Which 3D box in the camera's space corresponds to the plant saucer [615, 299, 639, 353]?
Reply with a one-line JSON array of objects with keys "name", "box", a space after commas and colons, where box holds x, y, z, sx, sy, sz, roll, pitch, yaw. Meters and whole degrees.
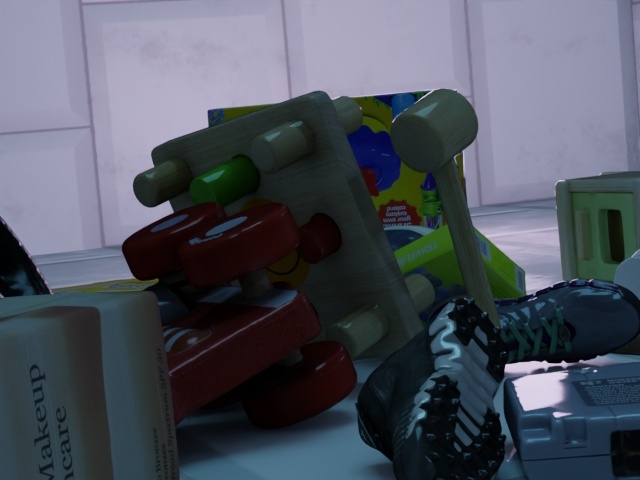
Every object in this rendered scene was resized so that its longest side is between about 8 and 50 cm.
[{"name": "plant saucer", "box": [0.368, 0.082, 1.511, 0.199, 0.036, 0.198, -4, 5, 0]}]

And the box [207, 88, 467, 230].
[{"name": "box", "box": [0.031, -0.040, 1.866, 0.290, 0.279, 0.177, -4, 4, 14]}]

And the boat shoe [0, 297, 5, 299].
[{"name": "boat shoe", "box": [-0.306, 0.130, 1.046, 0.132, 0.130, 0.355, -7, 10, 13]}]

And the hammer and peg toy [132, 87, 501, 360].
[{"name": "hammer and peg toy", "box": [0.000, 0.000, 1.376, 0.361, 0.266, 0.127, -11, 14, 47]}]

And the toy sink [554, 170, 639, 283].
[{"name": "toy sink", "box": [0.392, -0.010, 1.926, 0.131, 0.152, 0.234, -7, 6, -25]}]

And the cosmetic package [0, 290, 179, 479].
[{"name": "cosmetic package", "box": [-0.209, 0.122, 0.887, 0.129, 0.153, 0.296, -4, 6, 21]}]

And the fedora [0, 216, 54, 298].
[{"name": "fedora", "box": [-0.424, 0.053, 1.669, 0.152, 0.334, 0.334, -35, 5, 1]}]

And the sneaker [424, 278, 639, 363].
[{"name": "sneaker", "box": [0.191, 0.096, 1.398, 0.224, 0.083, 0.098, -9, 20, 32]}]

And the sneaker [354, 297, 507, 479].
[{"name": "sneaker", "box": [0.070, 0.128, 1.030, 0.106, 0.078, 0.234, -38, 12, 22]}]

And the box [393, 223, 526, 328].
[{"name": "box", "box": [0.104, 0.052, 1.502, 0.178, 0.042, 0.109, -28, -50, 30]}]

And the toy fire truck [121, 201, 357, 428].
[{"name": "toy fire truck", "box": [-0.137, 0.093, 1.257, 0.254, 0.169, 0.302, -28, 14, -26]}]

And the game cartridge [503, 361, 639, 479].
[{"name": "game cartridge", "box": [0.280, 0.120, 1.029, 0.297, 0.062, 0.198, -5, 0, 4]}]

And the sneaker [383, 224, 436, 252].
[{"name": "sneaker", "box": [0.001, 0.064, 1.641, 0.148, 0.131, 0.350, -13, 2, -44]}]

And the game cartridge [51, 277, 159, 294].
[{"name": "game cartridge", "box": [-0.255, 0.084, 2.059, 0.285, 0.052, 0.324, 0, 7, 42]}]

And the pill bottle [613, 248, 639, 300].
[{"name": "pill bottle", "box": [0.399, 0.041, 1.673, 0.152, 0.086, 0.086, -9, 6, -44]}]
